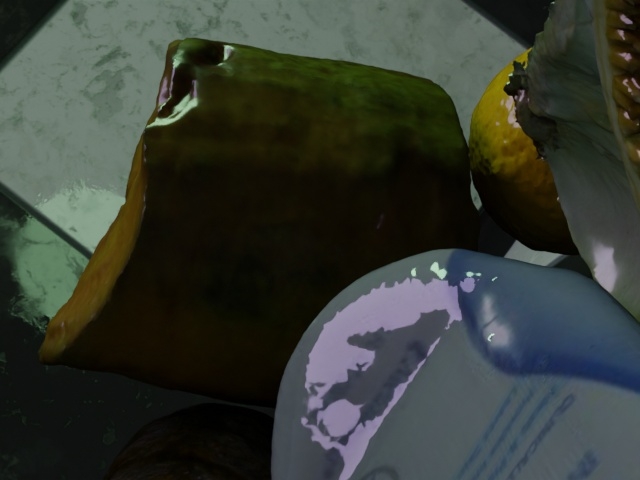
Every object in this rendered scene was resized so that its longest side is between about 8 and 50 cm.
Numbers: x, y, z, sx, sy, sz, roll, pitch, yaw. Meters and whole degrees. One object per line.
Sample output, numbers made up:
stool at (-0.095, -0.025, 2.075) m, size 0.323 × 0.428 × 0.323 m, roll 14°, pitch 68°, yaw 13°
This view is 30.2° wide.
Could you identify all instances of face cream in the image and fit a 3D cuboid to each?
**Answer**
face cream at (0.053, 0.117, 0.454) m, size 0.235 × 0.137 × 0.420 m, roll -51°, pitch 9°, yaw 9°

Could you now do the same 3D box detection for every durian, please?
durian at (0.139, -0.044, 0.446) m, size 0.144 × 0.139 × 0.252 m, roll -48°, pitch -2°, yaw 6°

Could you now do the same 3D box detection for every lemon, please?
lemon at (0.168, -0.062, 0.766) m, size 0.142 × 0.142 × 0.187 m, roll -52°, pitch -4°, yaw -16°

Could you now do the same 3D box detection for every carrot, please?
carrot at (0.000, 0.000, 0.794) m, size 0.241 × 0.341 × 0.241 m, roll -171°, pitch 90°, yaw -73°

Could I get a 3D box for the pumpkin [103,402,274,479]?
pumpkin at (-0.111, 0.228, 0.813) m, size 0.325 × 0.242 × 0.232 m, roll -49°, pitch 8°, yaw 23°
